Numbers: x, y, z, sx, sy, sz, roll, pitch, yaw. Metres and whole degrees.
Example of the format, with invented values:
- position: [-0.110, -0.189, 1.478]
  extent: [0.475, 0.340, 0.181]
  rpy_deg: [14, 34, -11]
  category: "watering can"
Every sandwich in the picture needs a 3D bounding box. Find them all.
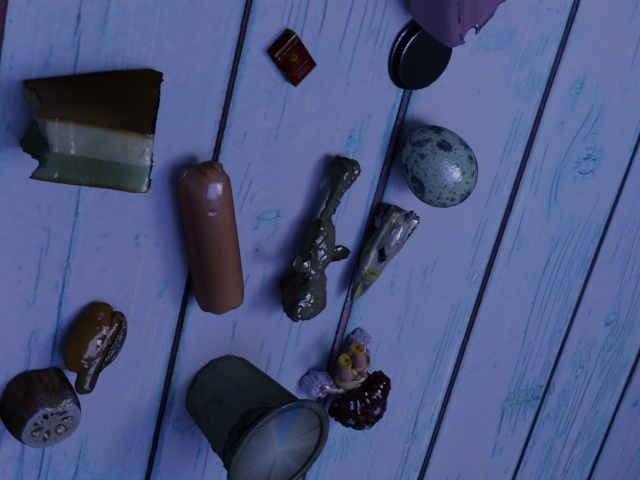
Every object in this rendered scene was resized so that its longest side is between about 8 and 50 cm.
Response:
- position: [-0.311, -0.164, 1.575]
  extent: [0.186, 0.220, 0.108]
  rpy_deg: [8, 120, -8]
  category: "sandwich"

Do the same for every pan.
- position: [0.209, -0.356, 2.005]
  extent: [0.235, 0.028, 0.136]
  rpy_deg: [-49, 141, -6]
  category: "pan"

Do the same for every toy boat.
- position: [0.108, 0.024, 2.149]
  extent: [0.084, 0.066, 0.210]
  rpy_deg: [18, 104, -48]
  category: "toy boat"

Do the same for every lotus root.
- position: [-0.429, 0.265, 1.788]
  extent: [0.122, 0.081, 0.112]
  rpy_deg: [-4, 127, -43]
  category: "lotus root"

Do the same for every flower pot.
- position: [-0.129, 0.317, 2.016]
  extent: [0.212, 0.202, 0.212]
  rpy_deg: [-26, 133, -32]
  category: "flower pot"

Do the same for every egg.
- position: [0.212, -0.135, 2.085]
  extent: [0.132, 0.132, 0.172]
  rpy_deg: [-46, 128, -10]
  category: "egg"

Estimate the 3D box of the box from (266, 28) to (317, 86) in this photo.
- position: [-0.044, -0.285, 1.810]
  extent: [0.051, 0.023, 0.082]
  rpy_deg: [-49, 140, -8]
  category: "box"

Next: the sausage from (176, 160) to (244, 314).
- position: [-0.173, 0.000, 1.841]
  extent: [0.086, 0.086, 0.289]
  rpy_deg: [-29, 136, -28]
  category: "sausage"

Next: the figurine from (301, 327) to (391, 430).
- position: [0.065, 0.277, 2.247]
  extent: [0.174, 0.116, 0.240]
  rpy_deg: [-38, 138, -19]
  category: "figurine"

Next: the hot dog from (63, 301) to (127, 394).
- position: [-0.351, 0.167, 1.794]
  extent: [0.140, 0.060, 0.090]
  rpy_deg: [-54, 142, -10]
  category: "hot dog"

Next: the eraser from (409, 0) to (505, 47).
- position: [0.250, -0.492, 1.785]
  extent: [0.272, 0.122, 0.359]
  rpy_deg: [-49, 164, -9]
  category: "eraser"

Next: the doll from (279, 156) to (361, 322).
- position: [-0.005, 0.007, 2.010]
  extent: [0.203, 0.091, 0.286]
  rpy_deg: [-62, 168, -48]
  category: "doll"
